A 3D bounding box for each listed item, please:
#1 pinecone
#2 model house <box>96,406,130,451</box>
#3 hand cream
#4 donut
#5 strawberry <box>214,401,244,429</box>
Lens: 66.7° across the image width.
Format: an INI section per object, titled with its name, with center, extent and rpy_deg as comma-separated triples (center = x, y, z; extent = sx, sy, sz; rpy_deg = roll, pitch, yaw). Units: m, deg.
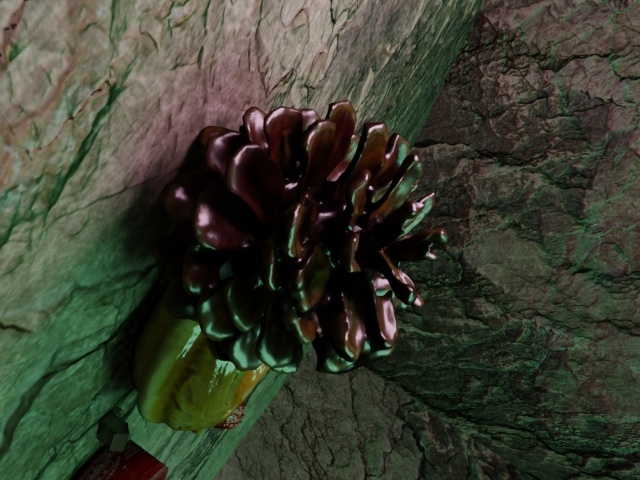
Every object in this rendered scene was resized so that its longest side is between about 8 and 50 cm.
[pinecone]
center = -0.009, -0.008, 0.676
extent = 0.397, 0.398, 0.397
rpy_deg = -55, 168, -17
[model house]
center = -0.388, 0.371, 0.932
extent = 0.057, 0.058, 0.083
rpy_deg = -39, 158, -60
[hand cream]
center = -0.424, 0.519, 1.004
extent = 0.193, 0.125, 0.193
rpy_deg = -54, 167, -18
[donut]
center = -0.188, 0.186, 0.963
extent = 0.449, 0.198, 0.449
rpy_deg = -53, 167, -17
[strawberry]
center = -0.313, 0.562, 1.607
extent = 0.131, 0.131, 0.148
rpy_deg = -56, 176, -13
